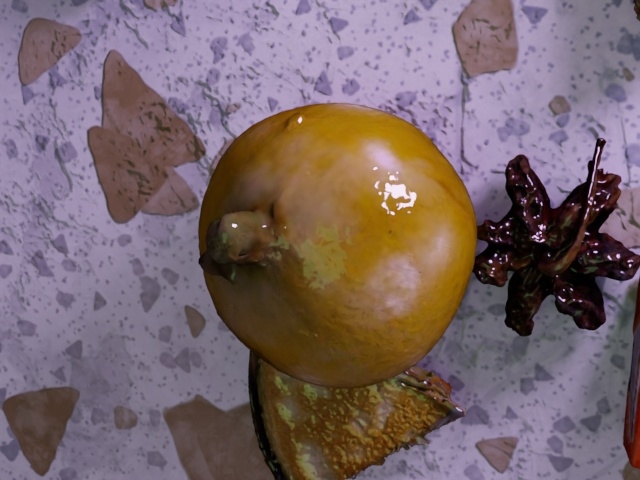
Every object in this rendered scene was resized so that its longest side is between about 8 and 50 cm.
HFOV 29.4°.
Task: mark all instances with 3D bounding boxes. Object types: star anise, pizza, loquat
[{"bbox_3d":[0.262,0.011,1.404,0.190,0.126,0.220,-14,103,25],"label":"star anise"},{"bbox_3d":[0.020,0.183,1.558,0.287,0.074,0.251,-29,95,22],"label":"pizza"},{"bbox_3d":[0.000,0.000,1.370,0.328,0.359,0.328,-3,85,38],"label":"loquat"}]

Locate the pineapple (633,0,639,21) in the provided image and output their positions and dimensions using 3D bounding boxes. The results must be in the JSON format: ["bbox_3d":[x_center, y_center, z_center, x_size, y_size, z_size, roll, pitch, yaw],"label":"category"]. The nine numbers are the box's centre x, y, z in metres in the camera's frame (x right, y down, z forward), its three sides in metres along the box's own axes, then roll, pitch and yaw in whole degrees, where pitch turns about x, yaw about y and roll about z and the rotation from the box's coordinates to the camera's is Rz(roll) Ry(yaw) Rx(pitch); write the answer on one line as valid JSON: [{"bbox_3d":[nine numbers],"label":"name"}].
[{"bbox_3d":[0.348,-0.357,1.270,0.130,0.119,0.277,-13,100,14],"label":"pineapple"}]

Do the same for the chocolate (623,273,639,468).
[{"bbox_3d":[0.470,0.166,1.386,0.237,0.108,0.235,7,109,15],"label":"chocolate"}]
